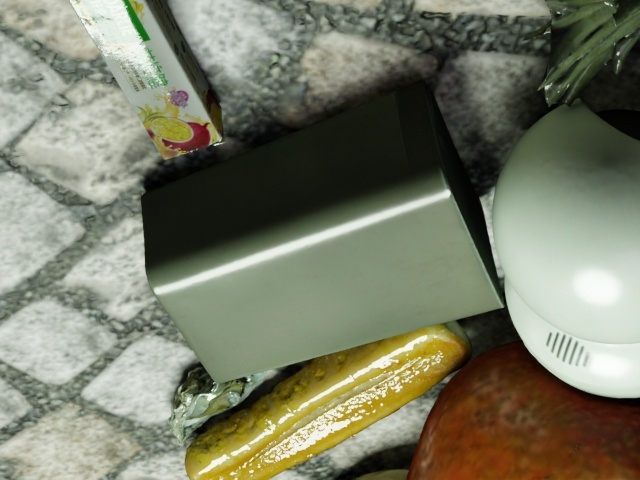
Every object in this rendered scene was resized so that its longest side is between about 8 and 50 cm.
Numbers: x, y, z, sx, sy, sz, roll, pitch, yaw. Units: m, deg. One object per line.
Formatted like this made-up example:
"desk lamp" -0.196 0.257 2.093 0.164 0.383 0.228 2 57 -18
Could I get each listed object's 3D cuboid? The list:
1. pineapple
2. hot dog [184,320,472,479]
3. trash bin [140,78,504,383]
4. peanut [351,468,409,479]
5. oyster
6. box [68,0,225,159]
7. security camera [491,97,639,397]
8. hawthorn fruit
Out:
"pineapple" 0.272 -0.188 1.261 0.277 0.119 0.130 -18 180 7
"hot dog" 0.002 0.140 1.573 0.286 0.061 0.088 -29 134 15
"trash bin" 0.000 0.000 1.388 0.240 0.122 0.164 -18 137 9
"peanut" 0.008 0.328 1.719 0.313 0.152 0.152 -37 132 24
"oyster" -0.094 0.132 1.574 0.100 0.037 0.098 -33 156 -7
"box" -0.127 -0.140 1.265 0.050 0.041 0.207 -17 137 10
"security camera" 0.220 -0.001 1.349 0.195 0.194 0.236 -19 153 7
"hawthorn fruit" 0.200 0.235 1.517 0.295 0.295 0.311 30 124 -36
